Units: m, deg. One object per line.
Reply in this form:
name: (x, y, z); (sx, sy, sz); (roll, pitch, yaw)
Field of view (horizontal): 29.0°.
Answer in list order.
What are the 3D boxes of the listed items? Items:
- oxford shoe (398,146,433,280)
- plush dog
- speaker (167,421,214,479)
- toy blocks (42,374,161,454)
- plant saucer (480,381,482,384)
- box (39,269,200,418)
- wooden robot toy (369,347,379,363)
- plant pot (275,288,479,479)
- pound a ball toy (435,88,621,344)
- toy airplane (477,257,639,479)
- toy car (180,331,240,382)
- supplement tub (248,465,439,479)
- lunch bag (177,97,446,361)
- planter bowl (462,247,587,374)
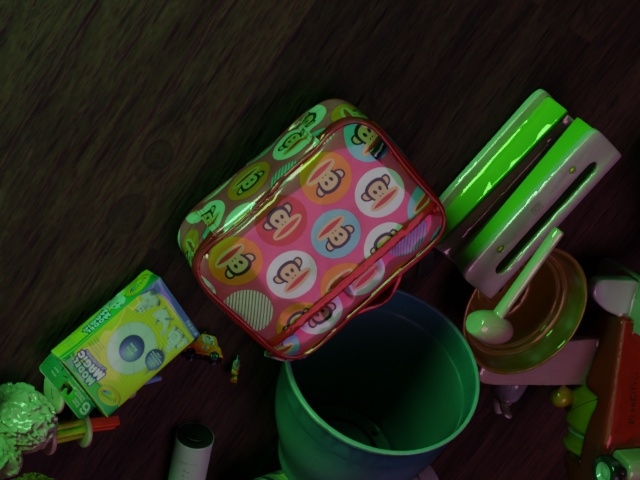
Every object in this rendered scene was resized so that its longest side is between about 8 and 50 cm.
oxford shoe: (0.097, -0.025, 1.667); (0.096, 0.083, 0.227); (-18, 131, -13)
plush dog: (-0.413, 0.315, 1.431); (0.211, 0.225, 0.262); (10, 118, -44)
speaker: (-0.187, 0.324, 1.759); (0.055, 0.055, 0.136); (-12, 131, -32)
toy blocks: (-0.280, 0.209, 1.582); (0.148, 0.054, 0.123); (-8, 128, -35)
plant saucer: (0.256, 0.213, 2.054); (0.083, 0.015, 0.083); (-23, 136, -24)
box: (-0.245, 0.132, 1.508); (0.179, 0.043, 0.105); (-41, 123, -16)
wooden robot toy: (0.152, 0.167, 1.880); (0.173, 0.079, 0.076); (3, 122, -42)
plant pot: (0.053, 0.241, 1.744); (0.272, 0.271, 0.255); (-16, 149, -29)
pound a ball toy: (0.289, -0.020, 1.727); (0.319, 0.208, 0.136); (-49, 140, 7)
toy airplane: (0.469, 0.217, 2.083); (0.384, 0.272, 0.386); (-46, 108, -17)
toy car: (-0.147, 0.155, 1.673); (0.122, 0.060, 0.040); (64, 32, -66)
supplement tub: (0.018, 0.446, 1.899); (0.316, 0.228, 0.228); (-12, 132, -32)
lunch bag: (0.000, 0.000, 1.526); (0.293, 0.120, 0.258); (-42, 121, 2)
planter bowl: (0.295, 0.090, 1.904); (0.217, 0.090, 0.217); (-10, 118, -20)
